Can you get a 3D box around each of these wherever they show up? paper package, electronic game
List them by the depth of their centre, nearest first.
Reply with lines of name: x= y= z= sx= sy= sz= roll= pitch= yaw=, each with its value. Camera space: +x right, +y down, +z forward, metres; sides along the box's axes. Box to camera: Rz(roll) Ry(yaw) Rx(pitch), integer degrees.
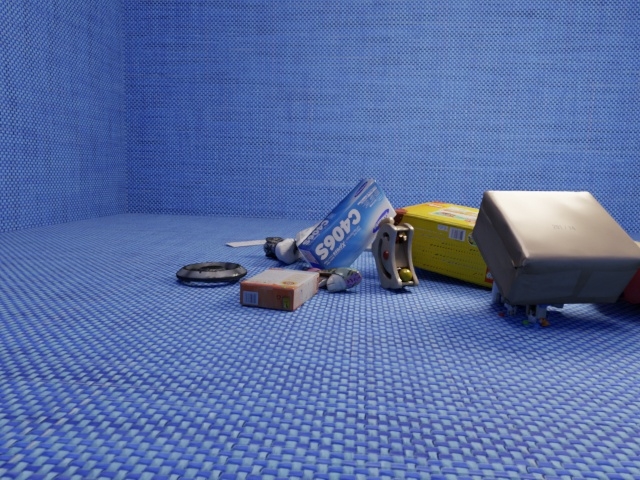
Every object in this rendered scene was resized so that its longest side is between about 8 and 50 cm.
paper package: x=0.612 y=0.011 z=1.336 sx=0.325 sy=0.168 sz=0.309 roll=0 pitch=40 yaw=-7
electronic game: x=-0.356 y=0.107 z=1.644 sx=0.229 sy=0.048 sz=0.229 roll=0 pitch=7 yaw=0

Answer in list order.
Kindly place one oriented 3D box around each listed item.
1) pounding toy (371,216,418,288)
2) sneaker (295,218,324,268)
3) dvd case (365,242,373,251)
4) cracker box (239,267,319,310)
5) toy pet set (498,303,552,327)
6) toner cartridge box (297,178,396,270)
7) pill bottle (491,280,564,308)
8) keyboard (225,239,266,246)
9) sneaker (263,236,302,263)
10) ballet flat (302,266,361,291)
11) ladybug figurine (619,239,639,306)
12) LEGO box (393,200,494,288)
pounding toy: x=0.269 y=0.027 z=1.618 sx=0.155 sy=0.269 sz=0.154 roll=-2 pitch=-25 yaw=-25
sneaker: x=0.000 y=0.000 z=1.935 sx=0.169 sy=0.108 sz=0.292 roll=-30 pitch=25 yaw=5
dvd case: x=0.254 y=0.032 z=2.449 sx=0.253 sy=0.022 sz=0.180 roll=5 pitch=8 yaw=23
cracker box: x=-0.110 y=0.135 z=1.425 sx=0.156 sy=0.067 sz=0.232 roll=5 pitch=9 yaw=17
toy pet set: x=0.548 y=0.173 z=1.298 sx=0.114 sy=0.065 sz=0.122 roll=-3 pitch=9 yaw=-31
toner cartridge box: x=0.097 y=-0.036 z=1.699 sx=0.348 sy=0.165 sz=0.075 roll=-47 pitch=31 yaw=-19
pill bottle: x=0.588 y=0.135 z=1.411 sx=0.187 sy=0.111 sz=0.112 roll=9 pitch=10 yaw=23
keyboard: x=-0.344 y=0.014 z=2.477 sx=0.256 sy=0.014 sz=0.072 roll=-6 pitch=11 yaw=-44
sneaker: x=-0.171 y=0.038 z=2.038 sx=0.153 sy=0.101 sz=0.268 roll=3 pitch=2 yaw=15
ballet flat: x=0.021 y=0.125 z=1.560 sx=0.222 sy=0.076 sz=0.079 roll=1 pitch=24 yaw=35
ladybug figurine: x=0.909 y=0.095 z=1.451 sx=0.305 sy=0.161 sz=0.449 roll=24 pitch=9 yaw=18
LEGO box: x=0.547 y=0.005 z=1.814 sx=0.500 sy=0.193 sz=0.373 roll=16 pitch=18 yaw=36
